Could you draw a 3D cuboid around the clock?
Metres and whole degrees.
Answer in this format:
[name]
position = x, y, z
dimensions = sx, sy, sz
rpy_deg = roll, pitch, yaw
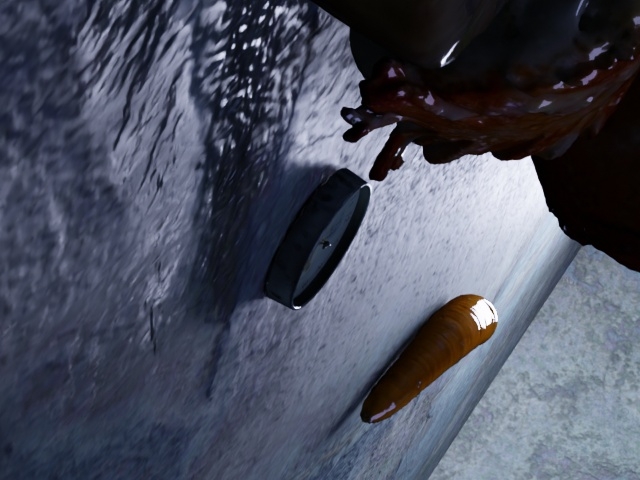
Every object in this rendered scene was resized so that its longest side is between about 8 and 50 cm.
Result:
[clock]
position = 0.000, 0.000, 0.760
dimensions = 0.085, 0.017, 0.085
rpy_deg = -54, 167, -19

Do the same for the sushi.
[sushi]
position = 0.119, -0.166, 0.605
dimensions = 0.332, 0.130, 0.124
rpy_deg = -64, 163, 0

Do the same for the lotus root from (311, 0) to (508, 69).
[lotus root]
position = 0.071, -0.225, 0.309
dimensions = 0.375, 0.111, 0.390
rpy_deg = -63, 167, 8

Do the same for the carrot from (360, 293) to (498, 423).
[carrot]
position = 0.117, 0.109, 1.403
dimensions = 0.271, 0.066, 0.062
rpy_deg = -33, 108, -58

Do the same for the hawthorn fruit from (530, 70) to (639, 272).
[hawthorn fruit]
position = 0.316, -0.119, 1.111
dimensions = 0.316, 0.316, 0.316
rpy_deg = -54, 167, -19
